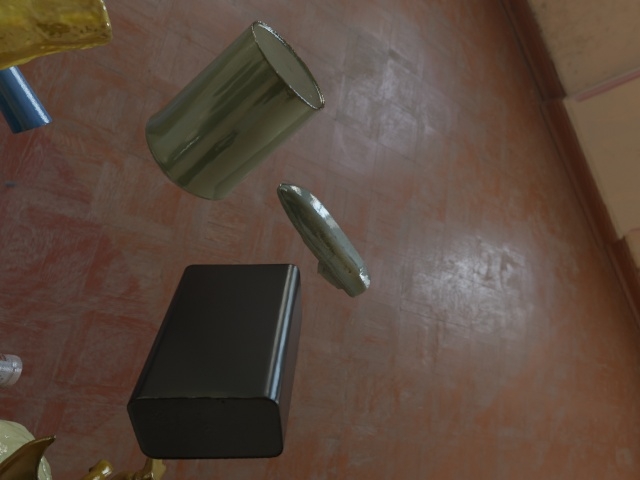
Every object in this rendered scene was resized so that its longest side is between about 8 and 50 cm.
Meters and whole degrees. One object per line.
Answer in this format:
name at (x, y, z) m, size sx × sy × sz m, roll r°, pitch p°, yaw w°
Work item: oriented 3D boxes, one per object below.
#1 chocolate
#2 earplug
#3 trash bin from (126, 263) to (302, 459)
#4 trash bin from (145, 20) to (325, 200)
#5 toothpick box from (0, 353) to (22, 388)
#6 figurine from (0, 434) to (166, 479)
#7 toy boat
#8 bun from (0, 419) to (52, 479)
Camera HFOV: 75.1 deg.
chocolate at (-0.534, -0.300, 0.574) m, size 0.445 × 0.162 × 0.162 m, roll -20°, pitch 92°, yaw -30°
earplug at (-1.058, -0.516, 1.420) m, size 0.132 × 0.132 × 0.273 m, roll -39°, pitch 125°, yaw -34°
trash bin at (-0.110, 0.135, 0.508) m, size 0.165 × 0.225 × 0.115 m, roll 0°, pitch 119°, yaw 0°
trash bin at (-0.229, -0.299, 1.054) m, size 0.280 × 0.432 × 0.280 m, roll 41°, pitch 31°, yaw -31°
toothpick box at (-0.941, 0.360, 1.167) m, size 0.149 × 0.098 × 0.098 m, roll 59°, pitch 42°, yaw -62°
figurine at (-0.446, 0.521, 0.686) m, size 0.387 × 0.268 × 0.401 m, roll -26°, pitch 96°, yaw -4°
toy boat at (0.000, 0.000, 0.787) m, size 0.260 × 0.085 × 0.078 m, roll 53°, pitch 36°, yaw -19°
bun at (-0.728, 0.578, 0.934) m, size 0.202 × 0.364 × 0.364 m, roll 2°, pitch 79°, yaw -51°
